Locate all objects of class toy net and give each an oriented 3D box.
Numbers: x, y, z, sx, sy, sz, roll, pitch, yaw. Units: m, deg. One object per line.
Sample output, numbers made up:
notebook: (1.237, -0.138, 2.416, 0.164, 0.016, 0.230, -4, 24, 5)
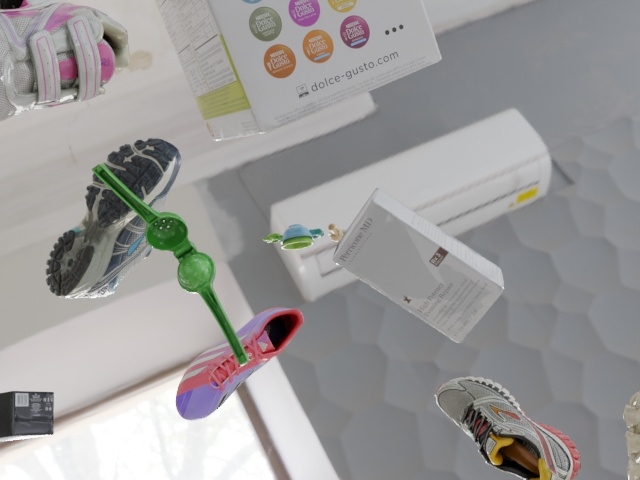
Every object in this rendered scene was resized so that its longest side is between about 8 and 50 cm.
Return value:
toy net: (0.000, 0.000, 1.519, 0.232, 0.045, 0.122, 1, -18, -38)

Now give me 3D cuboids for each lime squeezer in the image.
lime squeezer: (-0.179, 0.021, 0.943, 0.059, 0.310, 0.110, -36, 11, -11)

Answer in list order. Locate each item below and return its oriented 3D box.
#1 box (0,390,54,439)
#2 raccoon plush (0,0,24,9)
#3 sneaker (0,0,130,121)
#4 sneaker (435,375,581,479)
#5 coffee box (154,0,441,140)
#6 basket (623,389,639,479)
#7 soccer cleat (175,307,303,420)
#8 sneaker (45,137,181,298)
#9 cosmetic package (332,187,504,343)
box: (-0.361, 0.204, 0.833, 0.083, 0.052, 0.062, -13, -18, 24)
raccoon plush: (-0.498, -0.365, 0.832, 0.447, 0.299, 0.216, -11, -16, 33)
sneaker: (-0.268, -0.182, 0.708, 0.111, 0.252, 0.102, 11, -55, 6)
sneaker: (0.256, 0.271, 1.035, 0.093, 0.225, 0.088, -7, -64, -45)
coffee box: (-0.063, -0.389, 1.238, 0.338, 0.334, 0.338, -25, 14, -17)
basket: (0.466, 0.247, 0.619, 0.267, 0.328, 0.331, 15, -35, -1)
soccer cleat: (-0.125, 0.185, 1.126, 0.248, 0.083, 0.095, -39, 6, -38)
sneaker: (-0.298, -0.031, 1.097, 0.283, 0.110, 0.122, -51, -29, 9)
cosmetic package: (0.145, 0.036, 1.071, 0.117, 0.231, 0.085, -57, 2, 22)
